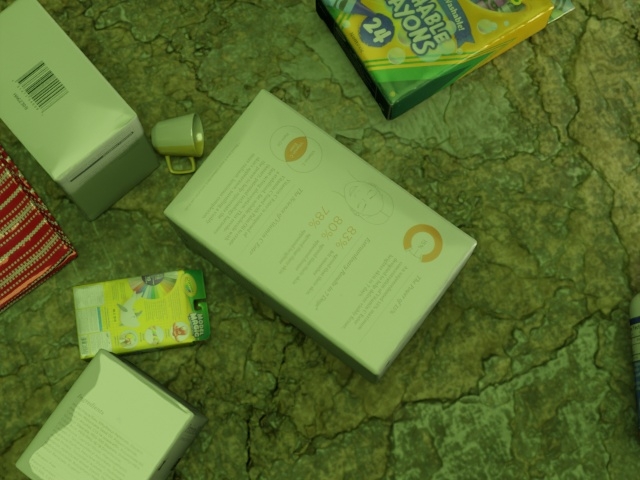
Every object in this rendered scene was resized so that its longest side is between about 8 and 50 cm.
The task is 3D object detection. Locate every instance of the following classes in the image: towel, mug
[{"bbox_3d":[-0.495,-0.030,1.661,0.199,0.031,0.275,-37,81,-5],"label":"towel"},{"bbox_3d":[-0.202,-0.138,1.662,0.064,0.062,0.078,-4,72,8],"label":"mug"}]

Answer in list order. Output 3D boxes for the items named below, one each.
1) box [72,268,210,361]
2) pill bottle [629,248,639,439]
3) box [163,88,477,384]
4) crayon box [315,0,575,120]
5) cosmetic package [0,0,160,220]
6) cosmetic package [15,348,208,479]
[{"bbox_3d":[-0.242,0.101,1.624,0.179,0.043,0.105,-8,78,2],"label":"box"},{"bbox_3d":[0.483,0.139,1.545,0.152,0.152,0.272,-2,78,1],"label":"pill bottle"},{"bbox_3d":[0.000,0.000,1.574,0.345,0.168,0.215,37,81,8],"label":"box"},{"bbox_3d":[0.180,-0.343,1.683,0.323,0.083,0.203,-31,80,-5],"label":"crayon box"},{"bbox_3d":[-0.346,-0.171,1.587,0.138,0.225,0.224,-40,81,-9],"label":"cosmetic package"},{"bbox_3d":[-0.264,0.259,1.536,0.151,0.151,0.184,35,83,7],"label":"cosmetic package"}]
